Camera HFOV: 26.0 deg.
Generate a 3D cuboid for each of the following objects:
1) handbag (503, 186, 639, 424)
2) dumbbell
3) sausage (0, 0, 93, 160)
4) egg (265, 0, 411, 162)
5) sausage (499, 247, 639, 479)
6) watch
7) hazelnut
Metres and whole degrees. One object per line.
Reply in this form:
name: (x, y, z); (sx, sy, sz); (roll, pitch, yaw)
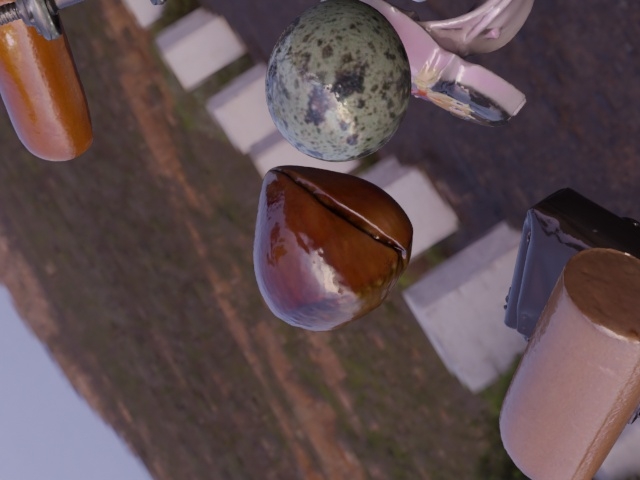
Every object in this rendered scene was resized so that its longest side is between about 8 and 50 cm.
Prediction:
handbag: (0.396, 0.093, 1.986); (0.285, 0.113, 0.257); (39, 128, 32)
dumbbell: (-0.225, -0.256, 1.385); (0.081, 0.254, 0.082); (162, 90, -90)
sausage: (-0.359, -0.216, 1.743); (0.105, 0.105, 0.274); (-123, 16, -44)
egg: (0.017, -0.150, 1.259); (0.132, 0.132, 0.172); (61, -154, -45)
sausage: (0.253, 0.132, 1.346); (0.123, 0.123, 0.253); (57, 147, 34)
watch: (0.135, -0.260, 1.434); (0.244, 0.231, 0.196); (27, 172, 12)
hazelnut: (0.000, 0.000, 1.639); (0.208, 0.208, 0.208); (59, 178, 4)
